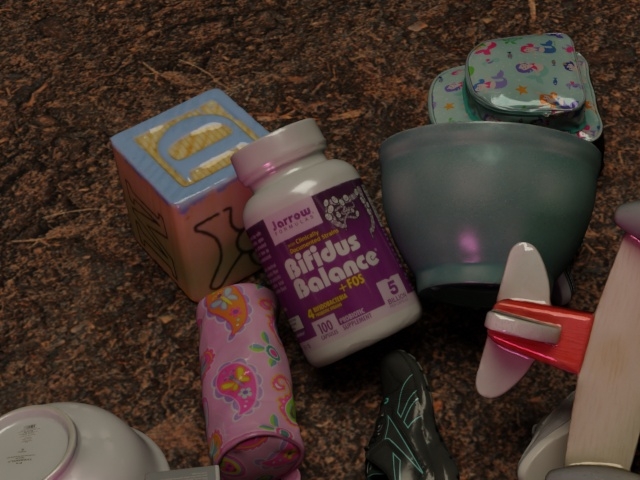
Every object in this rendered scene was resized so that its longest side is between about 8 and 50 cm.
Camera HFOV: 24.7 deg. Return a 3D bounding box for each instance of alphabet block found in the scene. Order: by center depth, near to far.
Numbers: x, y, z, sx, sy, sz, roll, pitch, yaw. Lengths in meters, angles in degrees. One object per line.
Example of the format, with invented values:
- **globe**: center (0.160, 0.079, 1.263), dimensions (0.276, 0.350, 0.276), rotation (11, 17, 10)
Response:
- **alphabet block**: center (-0.163, -0.066, 2.094), dimensions (0.192, 0.197, 0.193), rotation (-27, 47, -20)

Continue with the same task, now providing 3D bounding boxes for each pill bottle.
- **pill bottle**: center (0.000, 0.000, 1.919), dimensions (0.169, 0.169, 0.301), rotation (-25, 87, -18)

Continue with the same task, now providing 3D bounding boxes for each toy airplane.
- **toy airplane**: center (0.370, 0.135, 1.681), dimensions (0.384, 0.386, 0.272), rotation (-30, 9, -5)

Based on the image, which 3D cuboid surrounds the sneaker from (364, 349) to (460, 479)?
- **sneaker**: center (0.099, 0.243, 1.808), dimensions (0.106, 0.101, 0.267), rotation (-13, 44, -3)

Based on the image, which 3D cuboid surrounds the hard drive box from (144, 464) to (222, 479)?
- **hard drive box**: center (-0.140, 0.398, 1.622), dimensions (0.089, 0.181, 0.232), rotation (-6, 45, 0)

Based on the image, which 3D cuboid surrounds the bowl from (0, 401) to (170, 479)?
- **bowl**: center (-0.337, 0.294, 1.758), dimensions (0.298, 0.134, 0.298), rotation (-11, 40, 9)

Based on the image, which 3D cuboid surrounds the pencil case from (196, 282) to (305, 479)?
- **pencil case**: center (-0.092, 0.187, 1.884), dimensions (0.124, 0.124, 0.284), rotation (-10, 45, -3)

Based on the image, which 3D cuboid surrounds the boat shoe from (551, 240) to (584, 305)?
- **boat shoe**: center (0.338, 0.012, 2.038), dimensions (0.083, 0.065, 0.183), rotation (-11, 44, -7)

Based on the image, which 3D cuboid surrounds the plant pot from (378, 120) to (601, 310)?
- **plant pot**: center (0.217, -0.018, 1.904), dimensions (0.293, 0.293, 0.196), rotation (1, 77, 9)

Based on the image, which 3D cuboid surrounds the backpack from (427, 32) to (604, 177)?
- **backpack**: center (0.284, -0.186, 2.174), dimensions (0.253, 0.191, 0.225), rotation (-8, 44, 7)

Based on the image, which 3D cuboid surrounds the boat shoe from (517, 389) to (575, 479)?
- **boat shoe**: center (0.298, 0.239, 1.816), dimensions (0.184, 0.066, 0.063), rotation (-44, 32, -24)
